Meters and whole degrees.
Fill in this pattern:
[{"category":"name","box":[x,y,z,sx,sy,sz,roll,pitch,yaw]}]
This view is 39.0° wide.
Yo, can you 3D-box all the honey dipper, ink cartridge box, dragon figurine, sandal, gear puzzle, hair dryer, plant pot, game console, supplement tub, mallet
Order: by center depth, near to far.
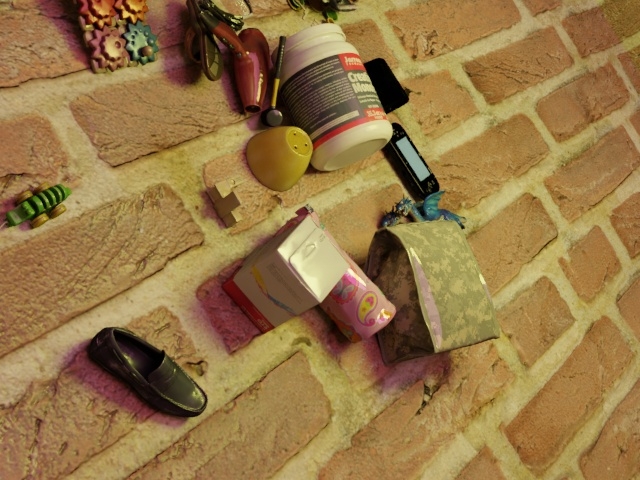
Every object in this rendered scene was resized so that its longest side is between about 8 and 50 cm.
[{"category":"ink cartridge box","box":[-0.063,0.064,1.663,0.127,0.176,0.128,50,44,-9]},{"category":"gear puzzle","box":[-0.395,-0.492,1.695,0.175,0.044,0.339,-26,106,-47]},{"category":"sandal","box":[-0.250,-0.407,1.843,0.090,0.060,0.219,47,22,-62]},{"category":"plant pot","box":[-0.072,-0.182,1.856,0.134,0.095,0.134,22,53,-32]},{"category":"hair dryer","box":[-0.184,-0.402,1.863,0.223,0.080,0.294,-42,112,-56]},{"category":"honey dipper","box":[0.000,0.000,1.871,0.160,0.030,0.030,35,47,-17]},{"category":"mallet","box":[-0.090,-0.327,1.875,0.039,0.062,0.190,6,105,-17]},{"category":"supplement tub","box":[0.021,-0.305,1.943,0.191,0.191,0.272,-14,77,-46]},{"category":"dragon figurine","box":[0.257,-0.063,2.098,0.289,0.085,0.144,-29,88,-46]},{"category":"game console","box":[0.181,-0.265,2.176,0.213,0.044,0.361,-35,92,-47]}]

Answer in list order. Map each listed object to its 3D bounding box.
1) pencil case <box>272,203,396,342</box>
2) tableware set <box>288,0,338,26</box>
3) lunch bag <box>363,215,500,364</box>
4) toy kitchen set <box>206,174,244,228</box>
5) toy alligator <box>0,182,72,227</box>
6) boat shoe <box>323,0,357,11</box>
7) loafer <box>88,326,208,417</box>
[{"category":"pencil case","box":[0.024,0.068,1.784,0.284,0.124,0.124,51,43,-5]},{"category":"tableware set","box":[-0.022,-0.568,2.178,0.154,0.024,0.104,39,46,-19]},{"category":"lunch bag","box":[0.223,0.097,1.906,0.235,0.169,0.287,-6,80,-44]},{"category":"toy kitchen set","box":[-0.158,-0.083,1.739,0.075,0.068,0.083,-28,88,-47]},{"category":"toy alligator","box":[-0.464,-0.052,1.451,0.056,0.051,0.189,55,43,-2]},{"category":"boat shoe","box":[-0.007,-0.634,2.113,0.340,0.127,0.158,-9,60,-55]},{"category":"loafer","box":[-0.269,0.214,1.459,0.223,0.078,0.076,38,47,-20]}]
